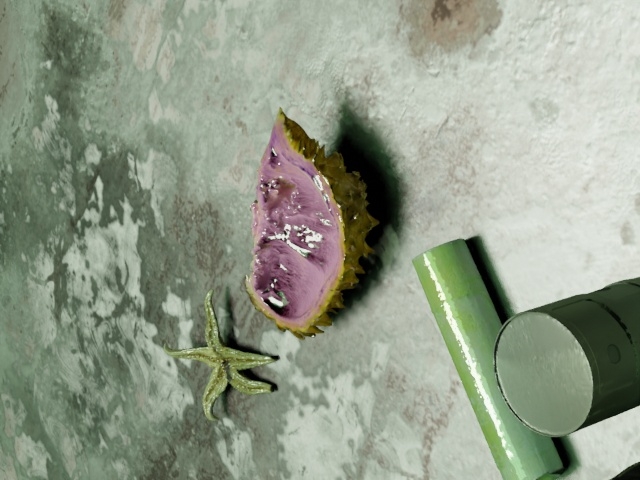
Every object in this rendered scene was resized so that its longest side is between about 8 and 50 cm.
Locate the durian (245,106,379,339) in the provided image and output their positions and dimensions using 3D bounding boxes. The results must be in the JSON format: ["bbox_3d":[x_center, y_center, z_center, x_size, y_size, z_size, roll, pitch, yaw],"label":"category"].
[{"bbox_3d":[-0.001,0.001,1.649,0.191,0.112,0.341,33,133,29],"label":"durian"}]

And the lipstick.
[{"bbox_3d":[0.197,0.147,1.474,0.076,0.076,0.304,-33,75,49],"label":"lipstick"}]

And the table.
[{"bbox_3d":[0.291,0.107,1.239,0.126,0.220,0.126,19,115,47],"label":"table"}]

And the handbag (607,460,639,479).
[{"bbox_3d":[0.397,0.362,1.162,0.341,0.247,0.240,13,111,41],"label":"handbag"}]

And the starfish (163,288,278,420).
[{"bbox_3d":[-0.151,0.179,1.908,0.224,0.050,0.216,8,116,31],"label":"starfish"}]
